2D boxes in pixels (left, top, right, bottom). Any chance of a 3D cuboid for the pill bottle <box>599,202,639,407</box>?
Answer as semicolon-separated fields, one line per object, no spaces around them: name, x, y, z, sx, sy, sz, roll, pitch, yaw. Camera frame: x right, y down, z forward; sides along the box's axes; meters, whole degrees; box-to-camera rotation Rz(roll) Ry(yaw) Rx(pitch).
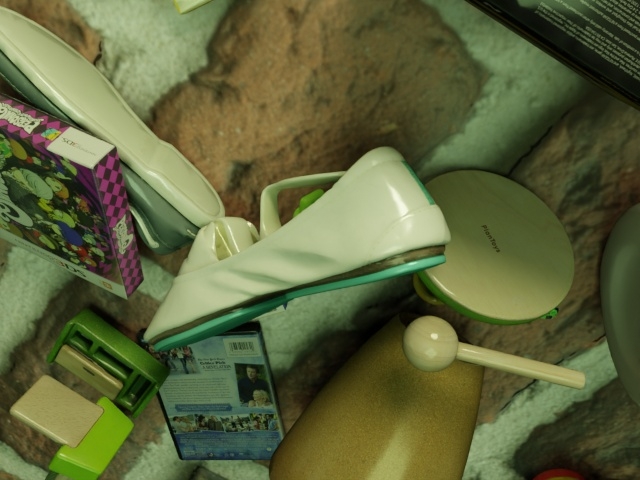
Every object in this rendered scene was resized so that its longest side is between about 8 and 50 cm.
pill bottle;0.522;0.060;0.516;0.408;0.229;0.229;-4;117;9

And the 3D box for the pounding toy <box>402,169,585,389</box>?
pounding toy;0.165;0.047;0.581;0.183;0.236;0.110;12;147;-5

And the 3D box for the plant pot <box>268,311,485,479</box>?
plant pot;0.093;0.227;0.676;0.237;0.237;0.254;24;101;-6

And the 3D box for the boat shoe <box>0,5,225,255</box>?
boat shoe;-0.249;-0.106;0.583;0.099;0.116;0.319;-38;113;18

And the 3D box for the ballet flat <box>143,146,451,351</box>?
ballet flat;-0.054;0.016;0.568;0.400;0.139;0.139;-23;114;36

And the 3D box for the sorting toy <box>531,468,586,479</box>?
sorting toy;0.384;0.476;0.826;0.257;0.089;0.255;33;116;-10

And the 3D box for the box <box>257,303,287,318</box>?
box;-0.106;0.068;0.705;0.136;0.028;0.081;-16;114;16

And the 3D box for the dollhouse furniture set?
dollhouse furniture set;-0.372;0.278;0.741;0.151;0.197;0.301;36;120;-7

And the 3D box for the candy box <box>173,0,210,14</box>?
candy box;-0.133;-0.334;0.499;0.105;0.027;0.205;-20;113;11

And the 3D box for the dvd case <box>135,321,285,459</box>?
dvd case;-0.155;0.234;0.800;0.180;0.022;0.253;-4;117;9

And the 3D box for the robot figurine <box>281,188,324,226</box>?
robot figurine;0.000;0.000;0.635;0.101;0.067;0.115;18;123;26

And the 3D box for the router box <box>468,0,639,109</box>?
router box;0.183;-0.196;0.415;0.309;0.243;0.081;29;117;-8

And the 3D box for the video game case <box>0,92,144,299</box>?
video game case;-0.305;-0.049;0.588;0.210;0.041;0.232;24;142;8

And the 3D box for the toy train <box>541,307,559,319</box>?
toy train;0.259;0.087;0.680;0.083;0.017;0.023;8;128;2
